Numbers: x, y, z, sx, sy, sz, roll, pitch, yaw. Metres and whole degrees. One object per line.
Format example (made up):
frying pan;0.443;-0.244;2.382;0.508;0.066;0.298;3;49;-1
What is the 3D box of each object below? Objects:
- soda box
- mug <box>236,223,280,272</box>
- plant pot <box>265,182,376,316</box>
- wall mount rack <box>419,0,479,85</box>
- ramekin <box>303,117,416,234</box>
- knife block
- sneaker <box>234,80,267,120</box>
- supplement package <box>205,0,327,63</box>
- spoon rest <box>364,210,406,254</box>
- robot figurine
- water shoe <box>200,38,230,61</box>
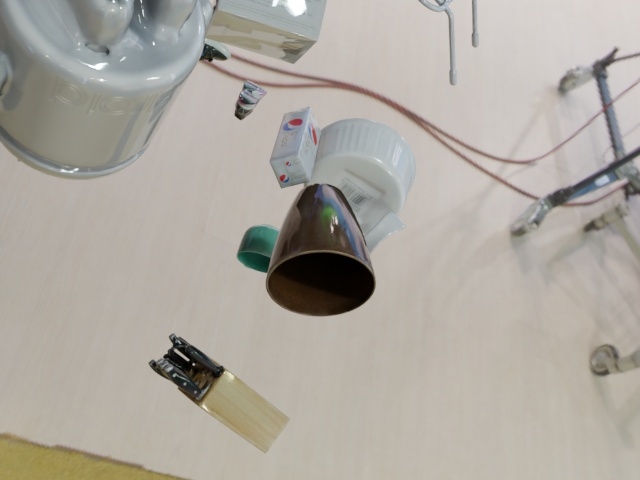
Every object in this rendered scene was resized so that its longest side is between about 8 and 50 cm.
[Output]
soda box;-0.052;-0.205;1.547;0.216;0.069;0.074;-81;153;-52
mug;-0.157;0.016;1.880;0.129;0.158;0.097;47;53;-48
plant pot;0.000;0.000;1.454;0.215;0.215;0.230;20;46;-23
wall mount rack;0.268;-0.533;1.579;0.304;0.130;0.350;45;46;-12
ramekin;0.089;-0.145;1.728;0.277;0.277;0.135;33;39;-15
knife block;-0.195;0.294;1.376;0.276;0.242;0.088;35;77;8
sneaker;-0.213;-0.400;2.048;0.072;0.077;0.178;33;30;-3
supplement package;-0.055;-0.381;0.938;0.134;0.139;0.244;13;88;-16
spoon rest;0.084;0.045;1.679;0.137;0.276;0.084;47;30;12
robot figurine;-0.252;-0.192;0.767;0.300;0.353;0.200;-25;83;-35
water shoe;-0.292;-0.400;1.515;0.203;0.073;0.080;11;87;-28
